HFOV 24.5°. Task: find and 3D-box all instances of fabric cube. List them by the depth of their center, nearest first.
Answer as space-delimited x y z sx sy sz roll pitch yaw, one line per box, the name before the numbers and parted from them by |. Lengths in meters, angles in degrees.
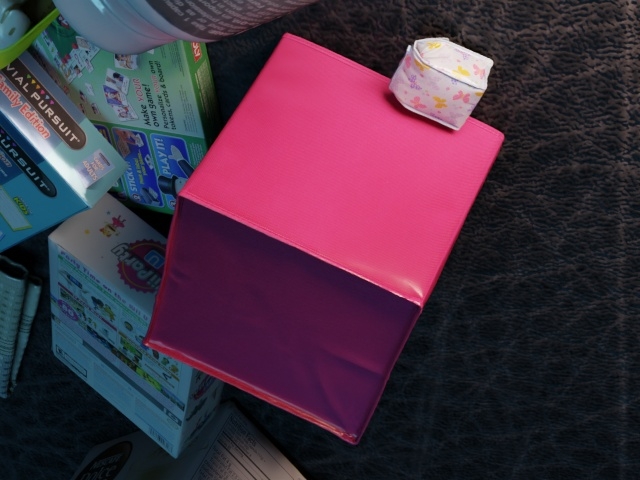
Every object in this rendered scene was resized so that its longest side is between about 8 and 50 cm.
fabric cube | 0.000 0.000 1.499 0.254 0.258 0.259 25 140 3

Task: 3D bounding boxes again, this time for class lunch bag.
lunch bag | 0.115 -0.157 1.430 0.083 0.053 0.071 21 142 -6

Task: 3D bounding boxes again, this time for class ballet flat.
ballet flat | -0.286 -0.246 1.453 0.231 0.077 0.077 -37 91 3

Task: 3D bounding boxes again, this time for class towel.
towel | -0.536 0.056 2.027 0.312 0.056 0.324 29 142 4

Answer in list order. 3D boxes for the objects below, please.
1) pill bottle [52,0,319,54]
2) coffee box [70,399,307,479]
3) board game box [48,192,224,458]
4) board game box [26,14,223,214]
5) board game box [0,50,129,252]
pill bottle | -0.067 -0.290 1.278 0.361 0.204 0.204 -15 123 38
coffee box | -0.189 0.476 2.034 0.337 0.334 0.338 -23 116 44
board game box | -0.217 0.107 1.779 0.224 0.097 0.303 38 152 12
board game box | -0.217 -0.163 1.615 0.213 0.046 0.317 11 137 21
board game box | -0.403 -0.113 1.697 0.254 0.079 0.336 50 143 -16
